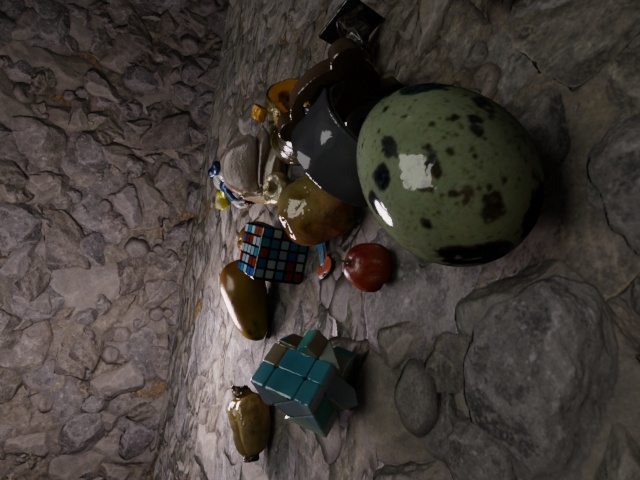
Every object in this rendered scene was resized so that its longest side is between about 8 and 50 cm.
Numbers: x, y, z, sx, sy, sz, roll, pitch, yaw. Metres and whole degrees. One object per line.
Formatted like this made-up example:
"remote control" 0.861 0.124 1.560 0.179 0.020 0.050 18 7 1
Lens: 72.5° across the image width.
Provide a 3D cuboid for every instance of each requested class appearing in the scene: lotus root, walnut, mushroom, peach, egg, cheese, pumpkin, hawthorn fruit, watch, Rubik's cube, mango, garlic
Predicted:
"lotus root" -0.248 0.627 1.518 0.155 0.140 0.256 -19 73 43
"walnut" -0.244 0.007 1.711 0.207 0.168 0.167 -4 77 63
"mushroom" -0.166 -0.195 1.685 0.148 0.112 0.147 -21 63 47
"peach" -0.006 -0.083 1.261 0.236 0.214 0.214 11 90 41
"egg" 0.214 -0.126 0.778 0.287 0.288 0.379 -54 53 38
"cheese" 0.000 0.000 1.399 0.106 0.037 0.255 -46 44 47
"pumpkin" -0.057 -0.386 1.506 0.232 0.242 0.324 90 167 -55
"hawthorn fruit" 0.116 0.063 1.081 0.125 0.140 0.125 -11 64 24
"watch" 0.101 -0.259 1.080 0.314 0.336 0.326 -42 64 40
"Rubik's cube" -0.022 0.344 1.117 0.266 0.224 0.213 14 50 29
"mango" -0.283 0.227 1.669 0.211 0.173 0.316 163 93 -73
"garlic" -0.277 -0.303 1.819 0.132 0.280 0.324 62 -155 -80
"pumpkin" -0.303 -0.629 2.158 0.083 0.054 0.074 41 121 35
"Rubik's cube" -0.166 0.044 1.530 0.184 0.182 0.186 9 88 61

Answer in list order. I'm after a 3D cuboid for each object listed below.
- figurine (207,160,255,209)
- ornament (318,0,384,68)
"figurine" -0.416 -0.245 2.004 0.284 0.338 0.204 36 80 21
"ornament" 0.125 -0.567 1.285 0.153 0.167 0.195 -39 59 37
